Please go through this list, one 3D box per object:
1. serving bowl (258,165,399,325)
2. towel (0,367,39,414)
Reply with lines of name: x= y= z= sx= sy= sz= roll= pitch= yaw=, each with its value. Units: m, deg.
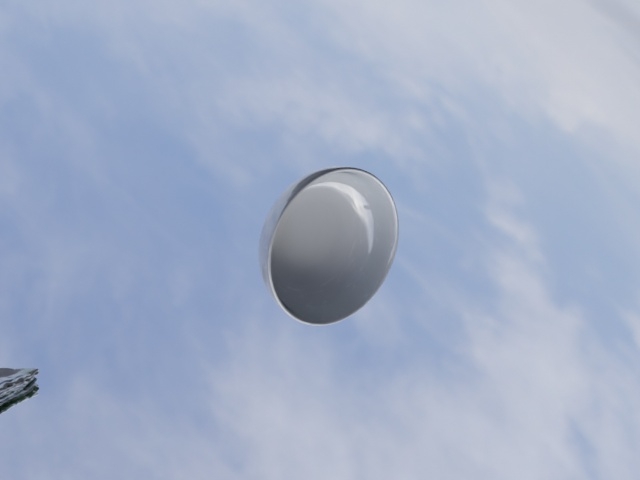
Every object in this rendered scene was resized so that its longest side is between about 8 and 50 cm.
serving bowl: x=0.000 y=0.000 z=0.636 sx=0.083 sy=0.083 sz=0.027 roll=17 pitch=-174 yaw=-42
towel: x=-0.294 y=0.100 z=0.917 sx=0.152 sy=0.023 sz=0.113 roll=9 pitch=-177 yaw=4
